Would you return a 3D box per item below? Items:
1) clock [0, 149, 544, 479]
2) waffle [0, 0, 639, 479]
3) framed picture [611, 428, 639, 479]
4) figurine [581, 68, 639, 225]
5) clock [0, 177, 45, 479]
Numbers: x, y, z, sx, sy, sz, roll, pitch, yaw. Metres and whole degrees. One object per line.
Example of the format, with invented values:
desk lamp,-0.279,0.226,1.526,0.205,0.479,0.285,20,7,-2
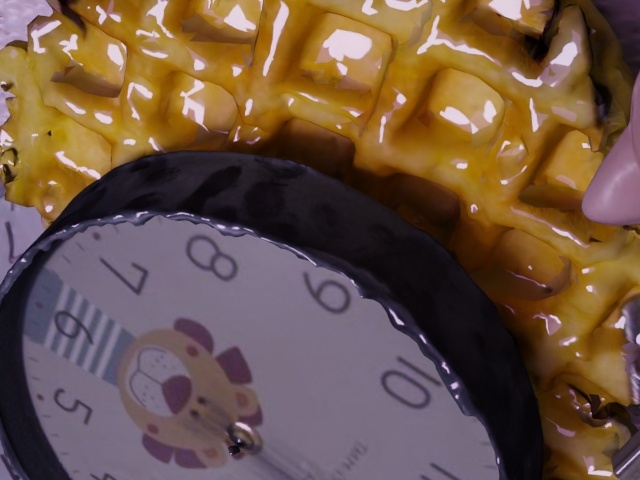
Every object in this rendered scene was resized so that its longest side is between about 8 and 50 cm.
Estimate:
clock,-0.041,0.104,0.486,0.313,0.061,0.312,11,122,19
waffle,0.000,0.000,0.493,0.380,0.095,0.382,-12,111,27
framed picture,0.278,0.061,0.375,0.189,0.023,0.260,31,115,-4
figurine,0.173,-0.044,0.321,0.125,0.125,0.138,27,126,14
clock,-0.223,0.086,0.665,0.273,0.049,0.278,-19,105,19
